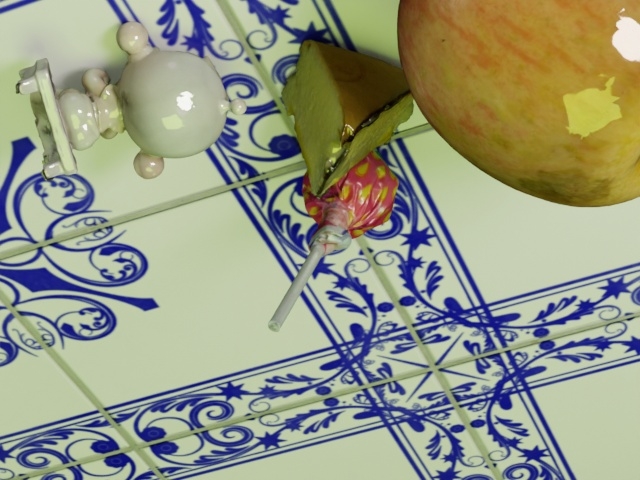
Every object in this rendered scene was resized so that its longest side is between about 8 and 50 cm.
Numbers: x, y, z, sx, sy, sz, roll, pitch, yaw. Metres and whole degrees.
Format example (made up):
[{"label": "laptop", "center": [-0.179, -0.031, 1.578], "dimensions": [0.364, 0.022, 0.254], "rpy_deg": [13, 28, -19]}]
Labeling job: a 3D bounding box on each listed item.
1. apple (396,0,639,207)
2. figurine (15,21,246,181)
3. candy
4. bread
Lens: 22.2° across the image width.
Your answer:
[{"label": "apple", "center": [0.266, -0.213, 1.704], "dimensions": [0.364, 0.364, 0.364], "rpy_deg": [-2, 140, -2]}, {"label": "figurine", "center": [-0.218, -0.163, 1.916], "dimensions": [0.257, 0.182, 0.144], "rpy_deg": [-11, -178, -1]}, {"label": "candy", "center": [0.000, 0.000, 1.955], "dimensions": [0.124, 0.365, 0.124], "rpy_deg": [10, 124, 15]}, {"label": "bread", "center": [0.045, -0.134, 1.939], "dimensions": [0.169, 0.160, 0.140], "rpy_deg": [13, 137, -18]}]
